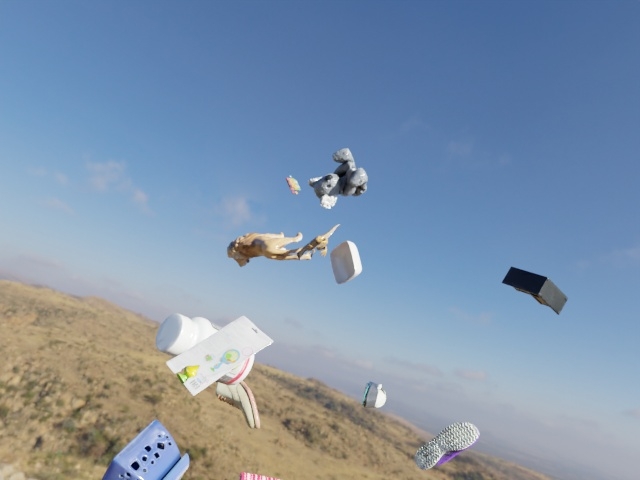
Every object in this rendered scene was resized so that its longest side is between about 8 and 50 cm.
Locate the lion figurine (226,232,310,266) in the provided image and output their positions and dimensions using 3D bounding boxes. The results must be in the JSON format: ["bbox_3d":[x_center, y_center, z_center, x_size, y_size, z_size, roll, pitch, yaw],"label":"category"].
[{"bbox_3d":[-0.217,0.028,1.998,0.240,0.142,0.392,-4,-3,-32],"label":"lion figurine"}]

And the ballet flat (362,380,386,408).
[{"bbox_3d":[0.170,0.482,1.511,0.074,0.074,0.203,15,-4,9],"label":"ballet flat"}]

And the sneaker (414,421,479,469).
[{"bbox_3d":[0.537,0.853,2.022,0.293,0.102,0.146,-37,-37,15],"label":"sneaker"}]

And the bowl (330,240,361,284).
[{"bbox_3d":[0.100,0.082,1.806,0.053,0.142,0.142,-1,-23,-33],"label":"bowl"}]

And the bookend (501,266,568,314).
[{"bbox_3d":[0.762,0.177,1.723,0.156,0.072,0.157,36,-7,-31],"label":"bookend"}]

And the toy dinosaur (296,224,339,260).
[{"bbox_3d":[0.000,0.000,1.808,0.112,0.211,0.064,45,-12,54],"label":"toy dinosaur"}]

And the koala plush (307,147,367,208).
[{"bbox_3d":[0.069,-0.243,2.098,0.196,0.221,0.203,57,-8,27],"label":"koala plush"}]

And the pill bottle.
[{"bbox_3d":[-0.392,0.368,1.653,0.176,0.176,0.318,4,-26,43],"label":"pill bottle"}]

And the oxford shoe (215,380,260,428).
[{"bbox_3d":[-0.395,0.718,2.220,0.397,0.147,0.140,45,-34,46],"label":"oxford shoe"}]

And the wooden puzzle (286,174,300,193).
[{"bbox_3d":[-0.097,-0.201,1.738,0.006,0.083,0.049,-37,-22,34],"label":"wooden puzzle"}]

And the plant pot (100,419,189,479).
[{"bbox_3d":[-0.620,0.835,1.722,0.212,0.236,0.236,36,22,7],"label":"plant pot"}]

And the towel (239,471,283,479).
[{"bbox_3d":[-0.149,0.894,1.608,0.275,0.198,0.031,24,-51,-24],"label":"towel"}]

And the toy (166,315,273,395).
[{"bbox_3d":[-0.253,0.299,1.238,0.137,0.237,0.056,31,-45,38],"label":"toy"}]
